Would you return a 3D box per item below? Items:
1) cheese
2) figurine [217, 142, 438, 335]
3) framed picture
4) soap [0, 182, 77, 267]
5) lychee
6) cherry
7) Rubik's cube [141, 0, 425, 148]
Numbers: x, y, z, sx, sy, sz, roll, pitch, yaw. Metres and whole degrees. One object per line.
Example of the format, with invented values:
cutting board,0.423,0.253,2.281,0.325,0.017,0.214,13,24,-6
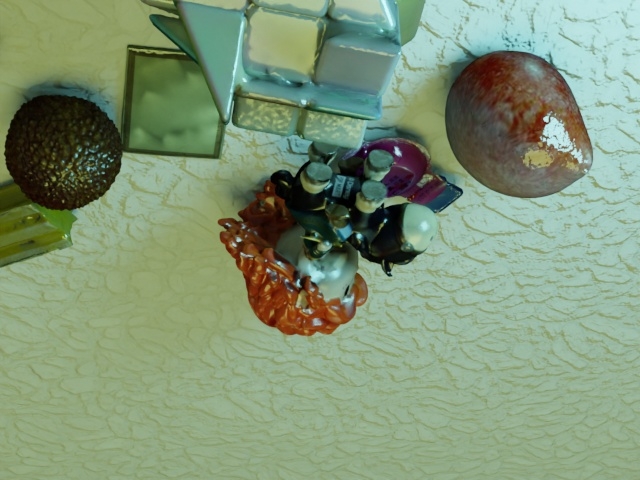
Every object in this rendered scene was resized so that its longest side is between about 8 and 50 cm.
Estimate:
cheese,0.141,-0.111,1.868,0.244,0.062,0.155,24,133,-33
figurine,0.010,-0.004,1.837,0.306,0.241,0.412,21,138,-32
framed picture,-0.230,-0.216,1.734,0.173,0.010,0.231,4,140,-12
soap,-0.556,-0.022,1.880,0.233,0.076,0.135,-18,140,15
lychee,-0.397,-0.134,1.690,0.194,0.194,0.194,-3,141,-3
cherry,0.303,-0.168,1.686,0.206,0.239,0.239,-9,141,0
Rubik's cube,-0.043,-0.305,1.367,0.358,0.387,0.368,10,128,-4
